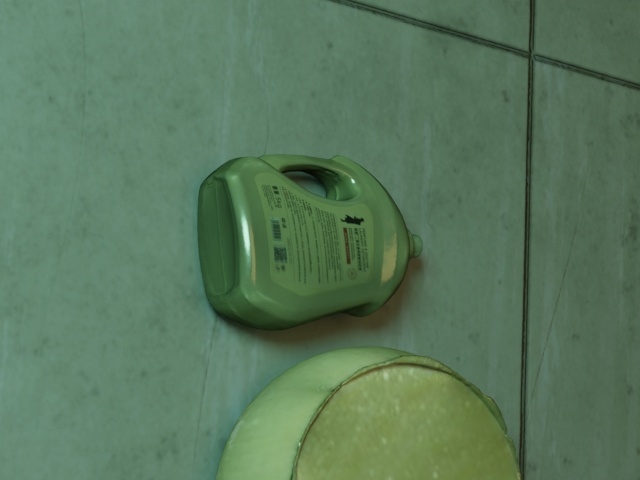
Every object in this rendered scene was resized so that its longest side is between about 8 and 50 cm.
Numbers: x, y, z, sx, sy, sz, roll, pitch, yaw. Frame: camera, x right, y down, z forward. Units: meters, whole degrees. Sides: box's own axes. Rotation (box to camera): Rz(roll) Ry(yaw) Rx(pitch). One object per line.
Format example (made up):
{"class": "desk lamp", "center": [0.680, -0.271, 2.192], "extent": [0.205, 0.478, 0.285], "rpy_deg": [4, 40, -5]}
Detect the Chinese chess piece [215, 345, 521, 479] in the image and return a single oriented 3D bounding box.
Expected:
{"class": "Chinese chess piece", "center": [0.053, 0.274, 1.744], "extent": [0.338, 0.140, 0.338], "rpy_deg": [5, 81, -36]}

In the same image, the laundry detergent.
{"class": "laundry detergent", "center": [0.000, 0.000, 1.778], "extent": [0.253, 0.091, 0.181], "rpy_deg": [0, 77, -37]}
